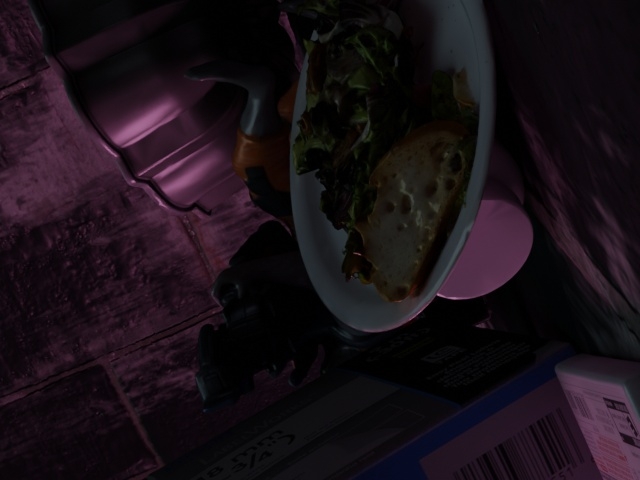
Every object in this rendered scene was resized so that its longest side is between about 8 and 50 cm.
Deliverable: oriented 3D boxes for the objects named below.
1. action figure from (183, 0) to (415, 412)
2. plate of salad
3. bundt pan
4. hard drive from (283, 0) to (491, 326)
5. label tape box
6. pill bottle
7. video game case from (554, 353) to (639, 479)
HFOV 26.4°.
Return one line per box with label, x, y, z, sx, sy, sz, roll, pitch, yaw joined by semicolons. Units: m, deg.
action figure;0.000;0.000;1.072;0.341;0.178;0.330;-71;-33;-66
plate of salad;0.021;-0.055;0.668;0.200;0.048;0.200;-14;75;62
bundt pan;-0.122;-0.192;1.240;0.331;0.124;0.331;52;-155;-37
hard drive;0.063;-0.068;1.298;0.237;0.064;0.339;62;-177;-85
label tape box;0.015;0.155;0.931;0.106;0.240;0.333;64;163;-9
pill bottle;0.059;-0.038;0.746;0.152;0.086;0.086;-114;0;-51
video game case;0.174;0.143;0.662;0.201;0.023;0.183;74;172;-86
